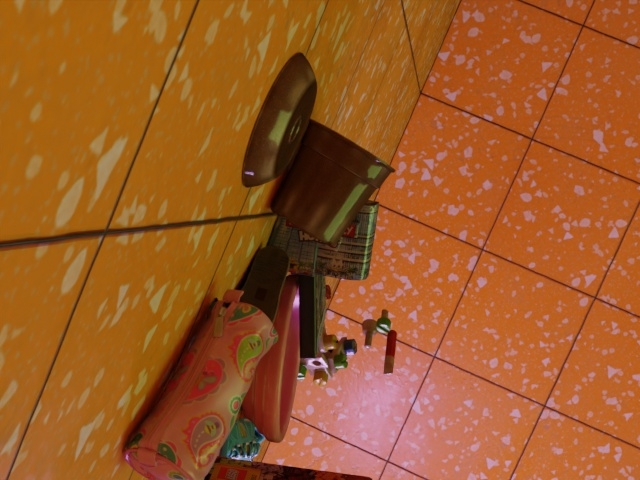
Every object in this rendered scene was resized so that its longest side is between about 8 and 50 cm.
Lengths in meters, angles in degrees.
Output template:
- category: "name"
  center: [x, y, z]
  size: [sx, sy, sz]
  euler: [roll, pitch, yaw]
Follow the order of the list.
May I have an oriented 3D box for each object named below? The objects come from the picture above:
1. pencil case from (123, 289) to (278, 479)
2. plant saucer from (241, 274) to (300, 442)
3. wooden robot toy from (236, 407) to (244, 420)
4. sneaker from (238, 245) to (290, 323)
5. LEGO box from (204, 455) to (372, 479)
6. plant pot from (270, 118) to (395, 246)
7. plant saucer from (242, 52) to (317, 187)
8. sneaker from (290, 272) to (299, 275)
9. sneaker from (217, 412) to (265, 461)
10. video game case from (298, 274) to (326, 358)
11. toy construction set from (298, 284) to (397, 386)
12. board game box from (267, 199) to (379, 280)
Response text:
- category: "pencil case"
  center: [-0.163, 0.210, 1.241]
  size: [0.124, 0.124, 0.284]
  euler: [104, 11, -57]
- category: "plant saucer"
  center: [-0.094, 0.230, 1.741]
  size: [0.332, 0.084, 0.332]
  euler: [7, 90, -85]
- category: "wooden robot toy"
  center: [-0.178, 0.307, 1.646]
  size: [0.173, 0.079, 0.076]
  euler: [63, 51, -83]
- category: "sneaker"
  center: [-0.113, 0.127, 1.500]
  size: [0.118, 0.083, 0.222]
  euler: [106, 9, -55]
- category: "LEGO box"
  center: [-0.112, 0.704, 1.724]
  size: [0.193, 0.373, 0.499]
  euler: [-72, 169, -79]
- category: "plant pot"
  center: [0.012, -0.089, 1.451]
  size: [0.165, 0.167, 0.167]
  euler: [-60, 174, 4]
- category: "plant saucer"
  center: [-0.048, -0.158, 1.199]
  size: [0.198, 0.036, 0.198]
  euler: [23, 90, -83]
- category: "sneaker"
  center: [0.000, 0.000, 1.992]
  size: [0.097, 0.084, 0.234]
  euler: [106, 10, -65]
- category: "sneaker"
  center: [-0.188, 0.454, 1.969]
  size: [0.275, 0.110, 0.107]
  euler: [-36, 149, -77]
- category: "video game case"
  center: [-0.015, 0.070, 1.784]
  size: [0.248, 0.035, 0.274]
  euler: [-69, 160, -76]
- category: "toy construction set"
  center: [0.023, 0.266, 2.061]
  size: [0.237, 0.309, 0.257]
  euler: [-79, 177, -50]
- category: "board game box"
  center: [0.001, -0.034, 1.570]
  size: [0.060, 0.194, 0.194]
  euler: [-54, 152, -68]
